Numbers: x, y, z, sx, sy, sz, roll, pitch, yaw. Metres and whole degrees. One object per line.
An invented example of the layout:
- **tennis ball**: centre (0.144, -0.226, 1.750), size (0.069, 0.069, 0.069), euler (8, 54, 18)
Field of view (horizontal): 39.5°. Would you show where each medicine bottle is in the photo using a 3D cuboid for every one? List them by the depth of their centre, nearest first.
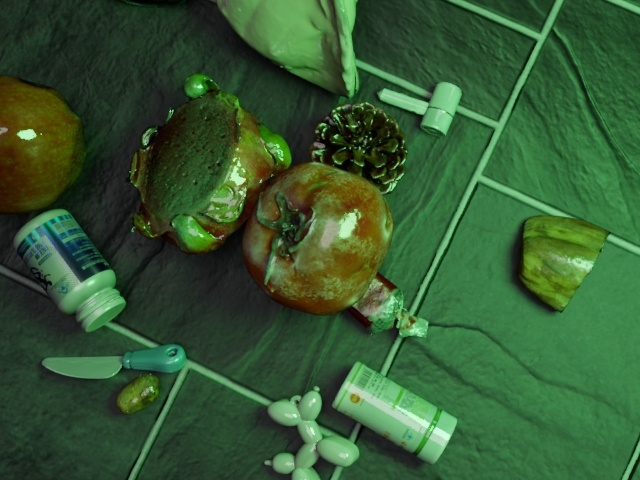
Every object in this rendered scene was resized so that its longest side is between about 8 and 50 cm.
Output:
- **medicine bottle**: centre (0.115, 0.271, 1.403), size (0.183, 0.086, 0.086), euler (30, 85, 7)
- **medicine bottle**: centre (-0.404, 0.050, 1.451), size (0.107, 0.107, 0.191), euler (-38, 82, -2)

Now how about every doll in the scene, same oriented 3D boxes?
- **doll**: centre (-0.023, 0.317, 1.411), size (0.160, 0.059, 0.161), euler (41, 106, 16)

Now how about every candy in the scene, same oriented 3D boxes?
- **candy**: centre (0.051, 0.069, 1.447), size (0.292, 0.059, 0.086), euler (40, 83, 7)

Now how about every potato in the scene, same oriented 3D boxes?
- **potato**: centre (-0.297, 0.251, 1.452), size (0.083, 0.040, 0.051), euler (-34, 49, 7)

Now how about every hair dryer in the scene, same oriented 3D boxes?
- **hair dryer**: centre (0.159, -0.233, 1.490), size (0.137, 0.047, 0.082), euler (20, 83, 13)

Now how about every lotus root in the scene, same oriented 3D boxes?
- **lotus root**: centre (0.380, 0.027, 1.419), size (0.135, 0.095, 0.159), euler (20, 78, 9)

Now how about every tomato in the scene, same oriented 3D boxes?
- **tomato**: centre (-0.003, -0.002, 1.333), size (0.232, 0.188, 0.232), euler (-14, 65, 34)

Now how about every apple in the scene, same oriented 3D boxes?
- **apple**: centre (-0.491, -0.154, 1.437), size (0.230, 0.230, 0.230), euler (0, 83, 3)

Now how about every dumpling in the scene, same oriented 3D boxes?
- **dumpling**: centre (-0.042, -0.406, 1.386), size (0.233, 0.315, 0.395), euler (-23, 90, -7)

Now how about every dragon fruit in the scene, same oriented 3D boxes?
- **dragon fruit**: centre (-0.185, -0.116, 1.422), size (0.268, 0.130, 0.295), euler (-1, 73, 36)

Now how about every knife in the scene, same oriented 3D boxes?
- **knife**: centre (-0.341, 0.202, 1.457), size (0.244, 0.032, 0.058), euler (-5, 41, 4)

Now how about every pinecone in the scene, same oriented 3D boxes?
- **pinecone**: centre (0.060, -0.147, 1.420), size (0.163, 0.165, 0.163), euler (-1, 76, 5)

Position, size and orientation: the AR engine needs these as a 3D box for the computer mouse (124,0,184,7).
- **computer mouse**: centre (-0.328, -0.460, 1.497), size (0.233, 0.137, 0.096), euler (25, 81, 5)
